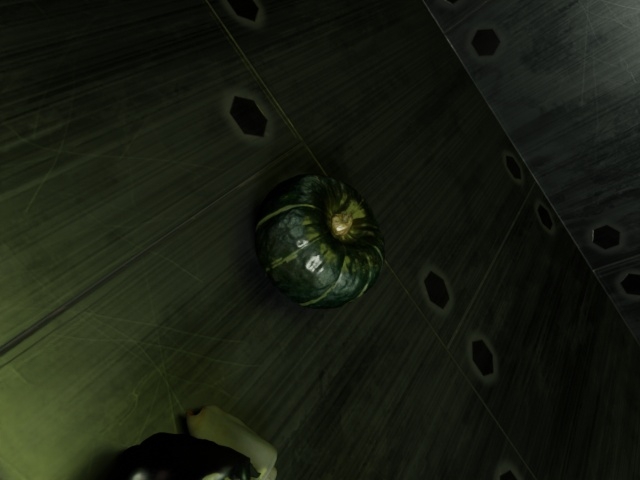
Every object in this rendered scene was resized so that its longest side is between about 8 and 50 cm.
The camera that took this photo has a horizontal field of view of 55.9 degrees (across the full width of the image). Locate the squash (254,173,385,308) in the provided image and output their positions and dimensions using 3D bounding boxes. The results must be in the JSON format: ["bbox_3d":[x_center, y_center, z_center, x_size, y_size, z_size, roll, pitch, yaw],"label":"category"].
[{"bbox_3d":[0.000,0.000,1.086,0.252,0.165,0.252,21,56,-35],"label":"squash"}]

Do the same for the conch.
[{"bbox_3d":[-0.125,0.311,0.868,0.176,0.094,0.104,37,54,11],"label":"conch"}]

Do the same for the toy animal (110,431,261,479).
[{"bbox_3d":[-0.170,0.364,0.672,0.212,0.213,0.266,40,41,-24],"label":"toy animal"}]
